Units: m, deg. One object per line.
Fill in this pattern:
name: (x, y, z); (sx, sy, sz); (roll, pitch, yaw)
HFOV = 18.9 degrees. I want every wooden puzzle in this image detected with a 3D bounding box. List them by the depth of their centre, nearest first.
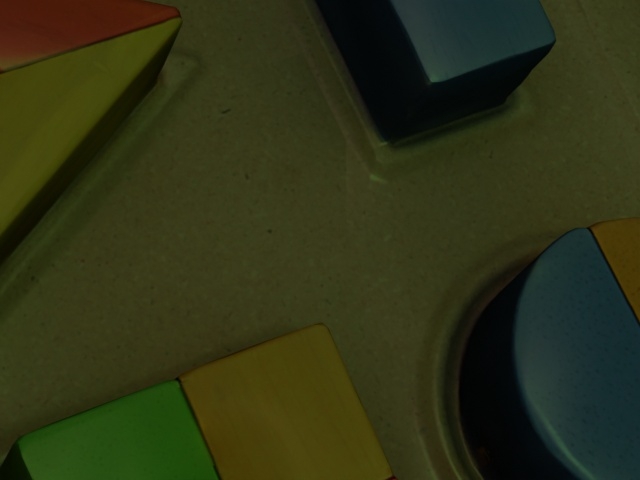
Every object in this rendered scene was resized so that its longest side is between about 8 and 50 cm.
wooden puzzle: (0.000, 0.000, 0.565); (0.347, 0.080, 0.322); (-19, 76, -27)
